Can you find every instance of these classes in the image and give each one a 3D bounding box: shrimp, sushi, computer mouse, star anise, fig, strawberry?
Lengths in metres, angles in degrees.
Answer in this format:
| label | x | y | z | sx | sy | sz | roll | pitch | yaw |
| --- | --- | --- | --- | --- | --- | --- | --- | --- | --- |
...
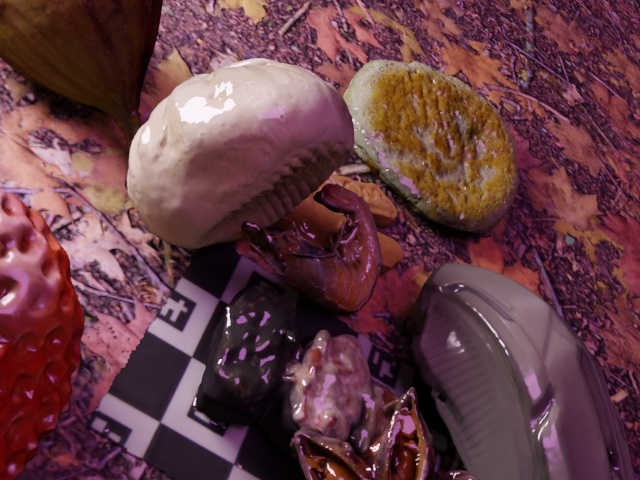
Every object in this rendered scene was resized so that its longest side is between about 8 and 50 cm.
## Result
| label | x | y | z | sx | sy | sz | roll | pitch | yaw |
| --- | --- | --- | --- | --- | --- | --- | --- | --- | --- |
| shrimp | -0.002 | 0.000 | 1.014 | 0.251 | 0.052 | 0.143 | 28 | 70 | -55 |
| sushi | 0.001 | 0.156 | 0.919 | 0.373 | 0.100 | 0.296 | 34 | 43 | -8 |
| computer mouse | 0.256 | 0.191 | 1.026 | 0.228 | 0.145 | 0.429 | 9 | 51 | -50 |
| star anise | 0.043 | 0.264 | 0.824 | 0.214 | 0.220 | 0.099 | 55 | -1 | 10 |
| fig | -0.260 | -0.205 | 0.998 | 0.217 | 0.217 | 0.320 | -26 | 102 | -46 |
| strawberry | -0.316 | 0.089 | 0.706 | 0.265 | 0.149 | 0.336 | 20 | 48 | -24 |

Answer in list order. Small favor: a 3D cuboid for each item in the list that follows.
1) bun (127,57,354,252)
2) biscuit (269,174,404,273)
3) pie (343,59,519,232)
| label | x | y | z | sx | sy | sz | roll | pitch | yaw |
| --- | --- | --- | --- | --- | --- | --- | --- | --- | --- |
| bun | -0.090 | -0.105 | 0.949 | 0.259 | 0.259 | 0.160 | -26 | 79 | -46 |
| biscuit | 0.002 | -0.040 | 1.134 | 0.236 | 0.040 | 0.144 | 18 | 42 | -27 |
| pie | 0.170 | -0.139 | 1.312 | 0.323 | 0.070 | 0.323 | 18 | 51 | -24 |
